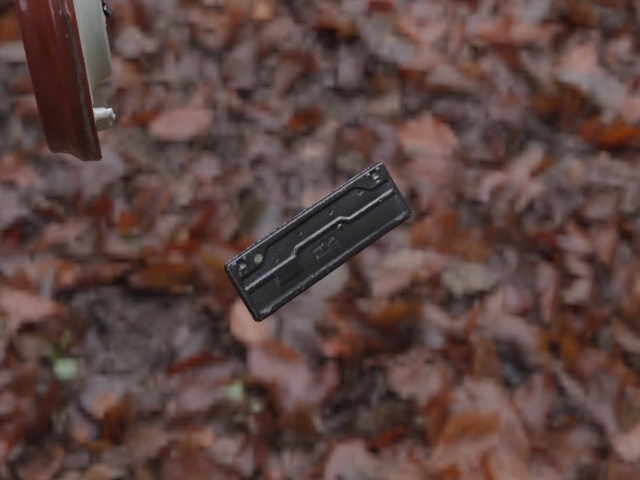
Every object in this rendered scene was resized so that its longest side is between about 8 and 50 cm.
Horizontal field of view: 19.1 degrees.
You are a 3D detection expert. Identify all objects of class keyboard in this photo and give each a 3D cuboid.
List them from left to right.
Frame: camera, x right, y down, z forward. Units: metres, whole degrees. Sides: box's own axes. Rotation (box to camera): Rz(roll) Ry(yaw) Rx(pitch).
[{"bbox_3d":[0.000,0.000,1.433,0.155,0.053,0.010,-34,10,-21],"label":"keyboard"}]

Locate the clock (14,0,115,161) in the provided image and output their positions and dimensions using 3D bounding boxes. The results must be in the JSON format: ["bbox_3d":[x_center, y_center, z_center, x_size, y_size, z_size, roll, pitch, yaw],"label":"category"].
[{"bbox_3d":[-0.233,-0.227,1.708,0.080,0.318,0.318,-10,41,-5],"label":"clock"}]
